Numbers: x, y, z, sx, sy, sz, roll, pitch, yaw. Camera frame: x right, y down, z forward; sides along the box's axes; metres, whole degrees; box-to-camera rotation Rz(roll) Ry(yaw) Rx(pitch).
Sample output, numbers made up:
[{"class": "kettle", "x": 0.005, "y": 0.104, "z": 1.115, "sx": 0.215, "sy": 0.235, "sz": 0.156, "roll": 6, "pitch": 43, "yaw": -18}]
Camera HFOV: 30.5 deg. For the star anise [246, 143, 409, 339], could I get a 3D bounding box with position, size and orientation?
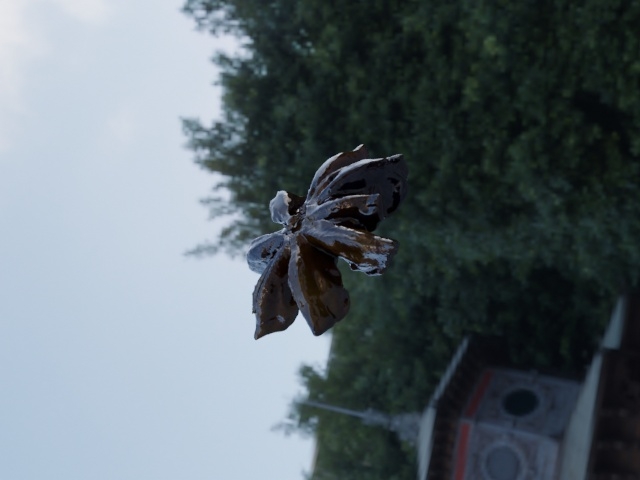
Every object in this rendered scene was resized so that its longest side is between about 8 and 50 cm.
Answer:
[{"class": "star anise", "x": 0.000, "y": 0.000, "z": 0.786, "sx": 0.057, "sy": 0.168, "sz": 0.168, "roll": 43, "pitch": -123, "yaw": -23}]
